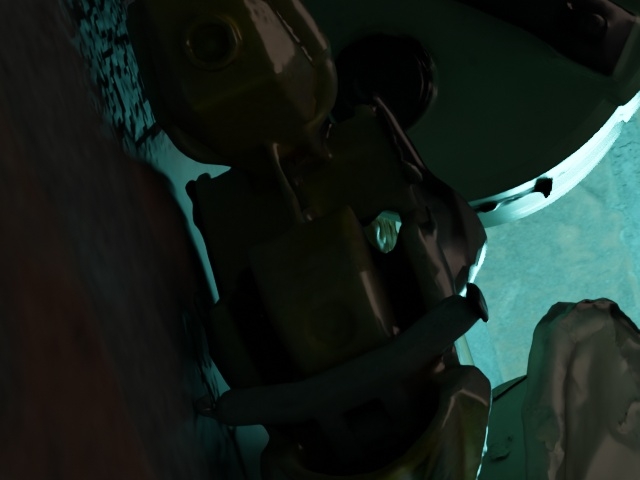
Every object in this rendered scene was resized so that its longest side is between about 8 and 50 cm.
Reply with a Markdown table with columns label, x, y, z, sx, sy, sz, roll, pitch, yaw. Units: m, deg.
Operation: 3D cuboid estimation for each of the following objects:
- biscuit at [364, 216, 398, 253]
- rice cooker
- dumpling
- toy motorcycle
| label | x | y | z | sx | sy | sz | roll | pitch | yaw |
| --- | --- | --- | --- | --- | --- | --- | --- | --- | --- |
| biscuit | 0.008 | -0.078 | 0.974 | 0.262 | 0.037 | 0.262 | -18 | 90 | -84 |
| rice cooker | 0.059 | -0.118 | 0.725 | 0.244 | 0.226 | 0.226 | 5 | 68 | -79 |
| dumpling | 0.136 | 0.204 | 0.803 | 0.341 | 0.181 | 0.260 | 116 | -13 | -56 |
| toy motorcycle | -0.001 | 0.000 | 0.447 | 0.130 | 0.094 | 0.229 | -51 | 118 | -80 |
